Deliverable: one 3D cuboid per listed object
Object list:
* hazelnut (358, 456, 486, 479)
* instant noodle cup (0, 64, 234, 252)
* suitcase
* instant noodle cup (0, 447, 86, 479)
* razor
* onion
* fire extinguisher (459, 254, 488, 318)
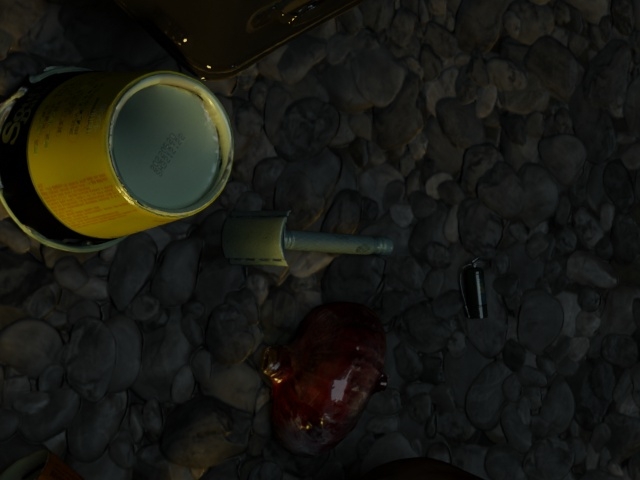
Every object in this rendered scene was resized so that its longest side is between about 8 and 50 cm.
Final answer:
[{"bbox_3d":[0.159,0.433,1.657,0.366,0.366,0.366,0,89,-33],"label":"hazelnut"},{"bbox_3d":[-0.211,-0.095,1.489,0.215,0.236,0.215,2,87,-34],"label":"instant noodle cup"},{"bbox_3d":[-0.145,-0.368,1.478,0.283,0.194,0.434,-34,66,-30],"label":"suitcase"},{"bbox_3d":[-0.285,0.339,1.455,0.230,0.230,0.182,-45,104,-25],"label":"instant noodle cup"},{"bbox_3d":[0.000,0.000,1.723,0.232,0.106,0.068,3,89,-44],"label":"razor"},{"bbox_3d":[0.012,0.165,1.710,0.151,0.098,0.206,27,76,-31],"label":"onion"},{"bbox_3d":[0.205,0.063,1.877,0.038,0.025,0.083,-5,92,-10],"label":"fire extinguisher"}]
